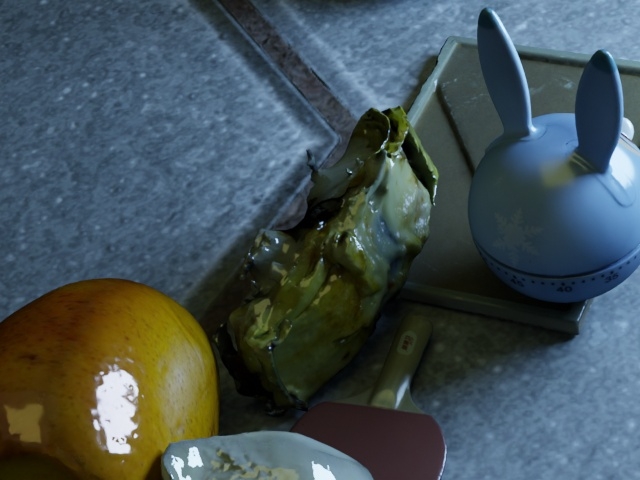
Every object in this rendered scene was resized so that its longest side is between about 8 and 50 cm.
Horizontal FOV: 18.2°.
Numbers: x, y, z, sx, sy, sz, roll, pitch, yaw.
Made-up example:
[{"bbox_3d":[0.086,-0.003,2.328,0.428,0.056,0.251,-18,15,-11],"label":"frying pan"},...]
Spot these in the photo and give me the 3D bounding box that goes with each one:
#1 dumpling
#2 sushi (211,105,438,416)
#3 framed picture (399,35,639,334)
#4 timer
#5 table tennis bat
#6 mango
[{"bbox_3d":[-0.024,0.222,1.468,0.126,0.216,0.166,-16,57,24],"label":"dumpling"},{"bbox_3d":[0.006,0.001,1.687,0.131,0.139,0.291,17,60,36],"label":"sushi"},{"bbox_3d":[0.172,-0.061,1.816,0.247,0.022,0.335,10,48,23],"label":"framed picture"},{"bbox_3d":[0.205,-0.072,1.638,0.175,0.255,0.175,4,26,-2],"label":"timer"},{"bbox_3d":[0.043,0.158,1.624,0.138,0.022,0.246,9,49,20],"label":"table tennis bat"},{"bbox_3d":[-0.169,0.136,1.547,0.201,0.199,0.350,24,25,10],"label":"mango"}]
